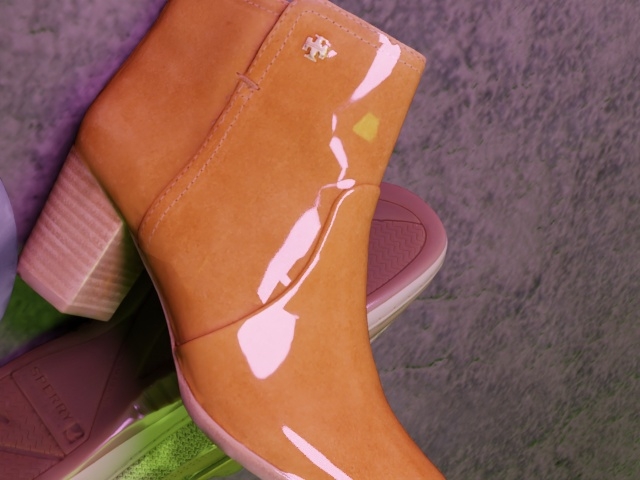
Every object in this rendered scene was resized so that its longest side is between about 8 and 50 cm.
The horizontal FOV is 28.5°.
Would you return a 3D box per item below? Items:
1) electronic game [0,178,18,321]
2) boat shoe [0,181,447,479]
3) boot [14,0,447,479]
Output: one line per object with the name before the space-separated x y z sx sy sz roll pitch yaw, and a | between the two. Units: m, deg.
electronic game | -0.256 0.021 0.593 0.229 0.048 0.229 -18 132 -22
boat shoe | -0.073 0.081 0.761 0.341 0.121 0.110 -29 141 -9
boot | 0.000 0.000 0.635 0.211 0.295 0.104 -56 166 4
